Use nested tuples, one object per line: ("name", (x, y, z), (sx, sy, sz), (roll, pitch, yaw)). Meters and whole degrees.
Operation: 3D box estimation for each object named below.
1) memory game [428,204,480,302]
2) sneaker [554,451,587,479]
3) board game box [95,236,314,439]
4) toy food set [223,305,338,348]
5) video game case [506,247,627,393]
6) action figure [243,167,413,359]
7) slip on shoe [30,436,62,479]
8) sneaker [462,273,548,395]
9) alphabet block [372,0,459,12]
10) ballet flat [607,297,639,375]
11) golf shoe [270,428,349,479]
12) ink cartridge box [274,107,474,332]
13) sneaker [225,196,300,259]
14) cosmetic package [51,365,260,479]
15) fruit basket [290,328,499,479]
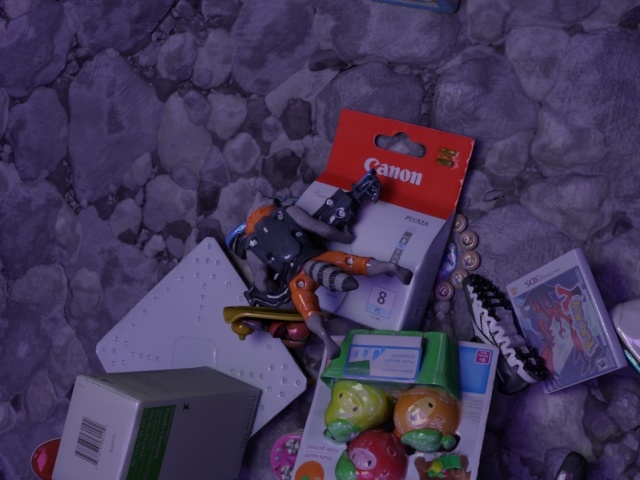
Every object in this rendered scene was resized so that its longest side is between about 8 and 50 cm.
("memory game", (0.206, 0.025, 1.626), (0.186, 0.012, 0.186), (-3, 83, 28))
("sneaker", (0.438, 0.489, 1.406), (0.163, 0.106, 0.281), (13, 100, 24))
("board game box", (-0.250, 0.259, 1.822), (0.390, 0.050, 0.390), (-43, 66, 17))
("toy food set", (-0.079, 0.169, 1.663), (0.218, 0.128, 0.071), (5, 91, 6))
("video game case", (0.401, 0.137, 1.449), (0.183, 0.023, 0.201), (-41, 63, 55))
("action figure", (0.000, 0.000, 1.539), (0.330, 0.178, 0.341), (36, 86, 33))
("slip on shoe", (-0.514, 0.500, 1.907), (0.331, 0.101, 0.123), (5, 88, 30))
("sneaker", (0.294, 0.168, 1.523), (0.106, 0.078, 0.234), (-51, 52, 34))
("alphabet block", (0.165, -0.555, 1.620), (0.193, 0.192, 0.197), (17, 91, 27))
("ballet flat", (0.588, 0.250, 1.336), (0.139, 0.139, 0.400), (-38, 65, 19))
("golf shoe", (0.064, 0.419, 1.606), (0.306, 0.140, 0.115), (23, 96, 6))
("ink cartridge box", (0.088, -0.044, 1.644), (0.308, 0.091, 0.384), (19, 95, 33))
("sneaker", (-0.106, -0.027, 1.780), (0.188, 0.067, 0.078), (-36, 90, 18))
("cosmetic package", (-0.286, 0.345, 1.593), (0.155, 0.366, 0.196), (15, 94, 30))
("fruit basket", (0.107, 0.315, 1.444), (0.327, 0.165, 0.353), (0, 52, 30))
